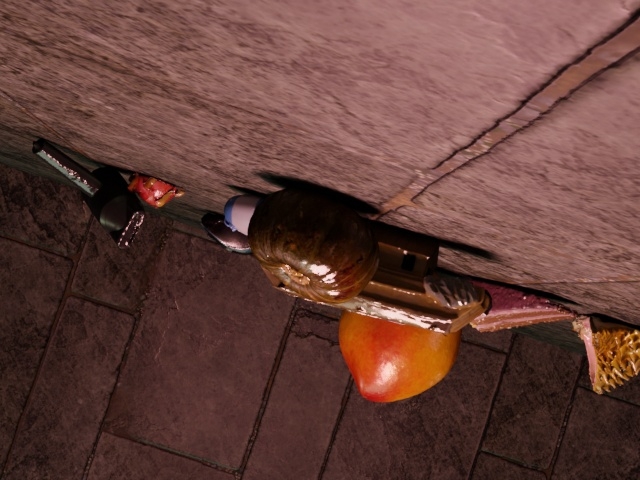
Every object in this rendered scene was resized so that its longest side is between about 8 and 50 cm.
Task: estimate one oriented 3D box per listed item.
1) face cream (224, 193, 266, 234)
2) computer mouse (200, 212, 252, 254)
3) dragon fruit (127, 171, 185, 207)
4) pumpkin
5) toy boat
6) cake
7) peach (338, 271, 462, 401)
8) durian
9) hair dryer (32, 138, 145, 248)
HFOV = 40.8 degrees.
[{"bbox_3d":[-0.063,-0.025,1.675,0.263,0.083,0.149,18,164,9],"label":"face cream"},{"bbox_3d":[-0.251,-0.011,2.575,0.233,0.096,0.137,17,176,1],"label":"computer mouse"},{"bbox_3d":[-0.406,-0.116,2.083,0.126,0.068,0.112,22,175,-26],"label":"dragon fruit"},{"bbox_3d":[0.000,0.000,1.378,0.219,0.162,0.219,27,155,14],"label":"pumpkin"},{"bbox_3d":[0.078,0.047,1.508,0.445,0.162,0.136,14,174,19],"label":"toy boat"},{"bbox_3d":[0.411,0.147,1.853,0.115,0.113,0.295,19,170,-34],"label":"cake"},{"bbox_3d":[0.182,0.210,1.976,0.288,0.289,0.308,16,-144,23],"label":"peach"},{"bbox_3d":[0.680,0.236,1.907,0.195,0.186,0.305,-6,163,7],"label":"durian"},{"bbox_3d":[-0.550,-0.125,2.035,0.302,0.116,0.244,39,-178,-41],"label":"hair dryer"}]
